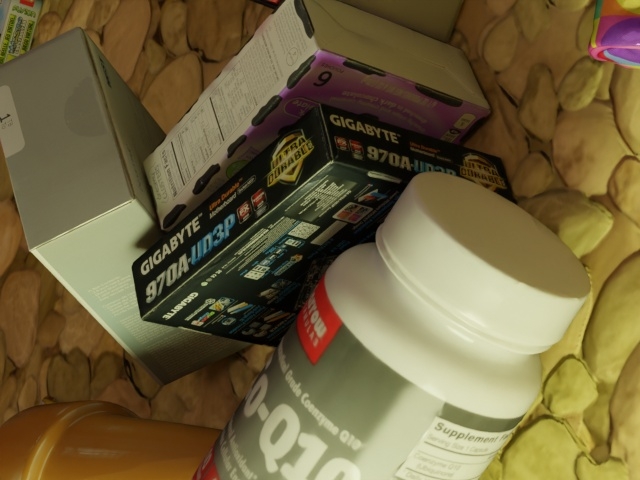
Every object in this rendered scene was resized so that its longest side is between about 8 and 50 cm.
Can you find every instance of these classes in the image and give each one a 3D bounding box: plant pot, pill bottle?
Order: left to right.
[{"bbox_3d":[-0.128,0.216,1.425,0.188,0.205,0.205,-10,70,32],"label":"plant pot"},{"bbox_3d":[0.044,0.104,1.259,0.283,0.161,0.161,-58,42,21],"label":"pill bottle"}]

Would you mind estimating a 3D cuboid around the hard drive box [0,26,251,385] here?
[{"bbox_3d":[-0.154,-0.023,1.477,0.089,0.232,0.181,-25,53,6],"label":"hard drive box"}]

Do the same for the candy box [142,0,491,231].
[{"bbox_3d":[-0.005,-0.073,1.372,0.196,0.165,0.070,-47,45,31],"label":"candy box"}]

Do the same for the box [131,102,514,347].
[{"bbox_3d":[0.000,0.000,1.335,0.220,0.175,0.051,-39,51,37],"label":"box"}]

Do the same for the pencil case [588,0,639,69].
[{"bbox_3d":[0.236,-0.210,1.179,0.104,0.104,0.236,8,85,51],"label":"pencil case"}]

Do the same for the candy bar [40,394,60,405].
[{"bbox_3d":[-0.206,0.166,1.658,0.161,0.018,0.040,10,87,52],"label":"candy bar"}]

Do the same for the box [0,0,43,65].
[{"bbox_3d":[-0.361,-0.216,1.957,0.207,0.036,0.114,15,90,52],"label":"box"}]

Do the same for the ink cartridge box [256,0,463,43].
[{"bbox_3d":[-0.040,-0.239,1.445,0.273,0.197,0.114,26,97,51],"label":"ink cartridge box"}]
